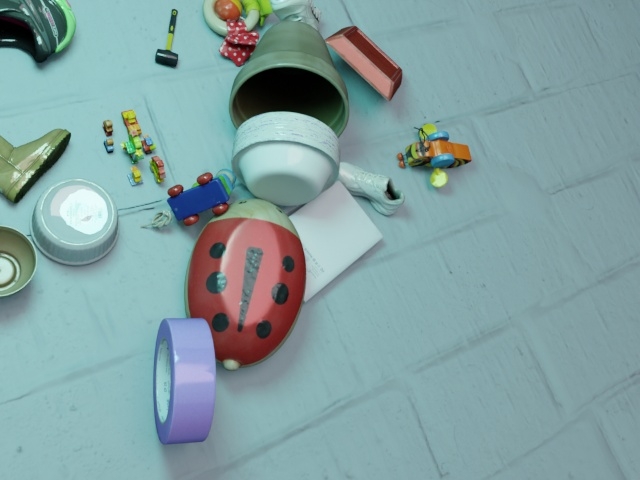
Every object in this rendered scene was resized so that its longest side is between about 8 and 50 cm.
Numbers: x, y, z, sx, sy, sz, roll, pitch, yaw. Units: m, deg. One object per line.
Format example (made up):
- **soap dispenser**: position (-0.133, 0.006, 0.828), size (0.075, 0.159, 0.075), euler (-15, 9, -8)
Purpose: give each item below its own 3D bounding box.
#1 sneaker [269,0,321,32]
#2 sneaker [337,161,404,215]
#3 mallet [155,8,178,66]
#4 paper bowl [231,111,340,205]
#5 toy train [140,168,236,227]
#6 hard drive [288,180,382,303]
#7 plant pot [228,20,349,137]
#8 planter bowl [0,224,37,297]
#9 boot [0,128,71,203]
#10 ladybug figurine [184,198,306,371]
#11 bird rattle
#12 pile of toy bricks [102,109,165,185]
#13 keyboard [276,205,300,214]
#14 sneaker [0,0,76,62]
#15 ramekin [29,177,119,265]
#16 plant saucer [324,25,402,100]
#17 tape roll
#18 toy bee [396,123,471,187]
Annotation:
- **sneaker**: position (-0.060, -0.635, 1.989), size (0.110, 0.292, 0.118), euler (-7, 89, 19)
- **sneaker**: position (0.149, -0.168, 1.986), size (0.232, 0.115, 0.090), euler (28, 64, -13)
- **mallet**: position (-0.429, -0.572, 1.922), size (0.062, 0.039, 0.190), euler (4, 67, -20)
- **paper bowl**: position (-0.090, -0.193, 1.789), size (0.284, 0.284, 0.148), euler (13, 61, -19)
- **toy train**: position (-0.337, -0.107, 1.764), size (0.105, 0.248, 0.143), euler (64, 20, -17)
- **hard drive**: position (0.000, 0.000, 1.908), size (0.318, 0.040, 0.210), euler (-38, 90, -28)
- **plant pot**: position (-0.080, -0.444, 1.900), size (0.323, 0.323, 0.280), euler (16, 50, -18)
- **planter bowl**: position (-0.721, 0.058, 1.538), size (0.162, 0.109, 0.162), euler (7, 70, -21)
- **boot**: position (-0.772, -0.249, 1.633), size (0.269, 0.089, 0.236), euler (37, 62, -7)
- **ladybug figurine**: position (-0.178, 0.095, 1.696), size (0.305, 0.162, 0.449), euler (8, 71, -10)
- **bird rattle**: position (-0.245, -0.645, 2.001), size (0.207, 0.143, 0.253), euler (29, 76, 1)
- **pile of toy bricks**: position (-0.475, -0.244, 1.748), size (0.118, 0.105, 0.212), euler (-21, 82, -28)
- **keyboard**: position (-0.154, -0.072, 1.884), size (0.256, 0.014, 0.072), euler (-36, 84, -29)
- **sneaker**: position (-0.847, -0.594, 1.661), size (0.482, 0.185, 0.202), euler (23, 61, -14)
- **ramekin**: position (-0.581, -0.052, 1.636), size (0.207, 0.109, 0.207), euler (8, 69, -21)
- **plant saucer**: position (0.147, -0.550, 2.075), size (0.258, 0.048, 0.259), euler (42, 28, -6)
- **tape roll**: position (-0.309, 0.311, 1.537), size (0.090, 0.275, 0.275), euler (2, 72, -22)
- **toy bee**: position (0.322, -0.274, 2.097), size (0.298, 0.162, 0.195), euler (32, 51, -38)
